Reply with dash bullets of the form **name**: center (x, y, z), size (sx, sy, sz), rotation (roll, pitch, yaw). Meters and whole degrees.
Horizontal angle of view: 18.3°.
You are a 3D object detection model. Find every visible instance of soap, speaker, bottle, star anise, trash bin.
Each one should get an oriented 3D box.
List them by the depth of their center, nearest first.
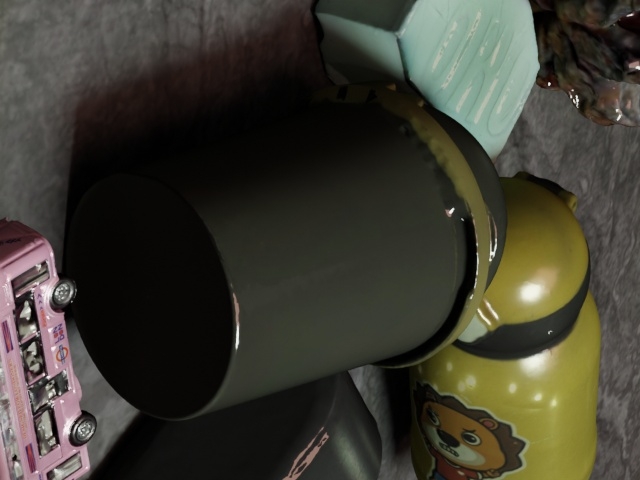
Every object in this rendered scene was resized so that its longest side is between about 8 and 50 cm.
- **trash bin**: center (0.000, 0.000, 1.427), size (0.334, 0.214, 0.214), rotation (-16, 123, -45)
- **speaker**: center (-0.068, 0.246, 1.509), size (0.388, 0.184, 0.180), rotation (-53, 145, -20)
- **soap**: center (0.093, -0.155, 1.568), size (0.145, 0.091, 0.230), rotation (-62, 146, -5)
- **star anise**: center (0.210, -0.207, 1.610), size (0.109, 0.223, 0.236), rotation (-11, 121, -20)
- **bottle**: center (0.153, 0.088, 1.694), size (0.171, 0.171, 0.351), rotation (-47, 150, -27)

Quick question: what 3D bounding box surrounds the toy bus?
- **toy bus**: center (-0.207, 0.086, 1.324), size (0.090, 0.063, 0.203), rotation (-34, 134, -35)
